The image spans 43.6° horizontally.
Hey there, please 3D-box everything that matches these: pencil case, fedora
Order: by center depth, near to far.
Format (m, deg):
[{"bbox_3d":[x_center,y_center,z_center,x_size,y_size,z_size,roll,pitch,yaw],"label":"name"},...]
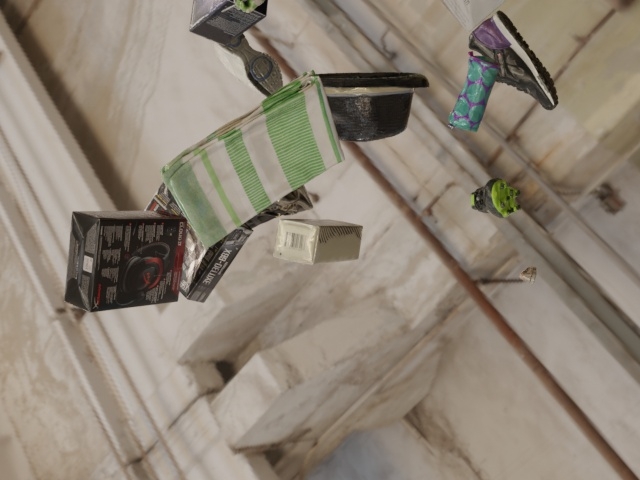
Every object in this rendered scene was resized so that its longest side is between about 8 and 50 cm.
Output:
[{"bbox_3d":[0.303,-0.293,1.592,0.070,0.151,0.064,33,-148,29],"label":"pencil case"},{"bbox_3d":[0.091,-0.316,1.896,0.334,0.152,0.334,-2,-166,0],"label":"fedora"}]

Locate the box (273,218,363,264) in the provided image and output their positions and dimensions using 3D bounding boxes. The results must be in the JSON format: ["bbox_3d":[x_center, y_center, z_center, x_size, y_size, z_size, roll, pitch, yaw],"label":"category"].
[{"bbox_3d":[0.000,0.000,1.939,0.113,0.094,0.275,11,-174,23],"label":"box"}]

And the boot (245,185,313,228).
[{"bbox_3d":[-0.188,-0.098,2.461,0.138,0.284,0.377,62,-168,3],"label":"boot"}]

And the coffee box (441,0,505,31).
[{"bbox_3d":[0.305,-0.742,1.725,0.337,0.334,0.338,34,-157,-51],"label":"coffee box"}]

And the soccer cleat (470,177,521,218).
[{"bbox_3d":[0.265,-0.063,1.242,0.179,0.072,0.060,3,-94,-69],"label":"soccer cleat"}]

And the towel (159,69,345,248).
[{"bbox_3d":[-0.112,-0.138,1.452,0.038,0.325,0.248,50,170,34],"label":"towel"}]

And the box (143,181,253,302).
[{"bbox_3d":[-0.356,-0.018,2.154,0.307,0.242,0.076,40,-170,33],"label":"box"}]

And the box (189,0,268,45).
[{"bbox_3d":[-0.219,-0.588,1.932,0.108,0.207,0.153,14,-108,-34],"label":"box"}]

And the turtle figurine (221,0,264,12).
[{"bbox_3d":[-0.183,-0.591,1.672,0.275,0.197,0.266,20,-173,19],"label":"turtle figurine"}]

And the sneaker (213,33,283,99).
[{"bbox_3d":[-0.220,-0.531,2.458,0.111,0.129,0.297,-35,-105,-21],"label":"sneaker"}]

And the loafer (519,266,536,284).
[{"bbox_3d":[0.532,0.086,2.052,0.039,0.045,0.125,15,-174,12],"label":"loafer"}]

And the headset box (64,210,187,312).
[{"bbox_3d":[-0.447,0.042,1.905,0.110,0.218,0.293,15,-168,37],"label":"headset box"}]

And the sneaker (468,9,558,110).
[{"bbox_3d":[0.488,-0.435,2.035,0.283,0.124,0.107,54,-150,-2],"label":"sneaker"}]
